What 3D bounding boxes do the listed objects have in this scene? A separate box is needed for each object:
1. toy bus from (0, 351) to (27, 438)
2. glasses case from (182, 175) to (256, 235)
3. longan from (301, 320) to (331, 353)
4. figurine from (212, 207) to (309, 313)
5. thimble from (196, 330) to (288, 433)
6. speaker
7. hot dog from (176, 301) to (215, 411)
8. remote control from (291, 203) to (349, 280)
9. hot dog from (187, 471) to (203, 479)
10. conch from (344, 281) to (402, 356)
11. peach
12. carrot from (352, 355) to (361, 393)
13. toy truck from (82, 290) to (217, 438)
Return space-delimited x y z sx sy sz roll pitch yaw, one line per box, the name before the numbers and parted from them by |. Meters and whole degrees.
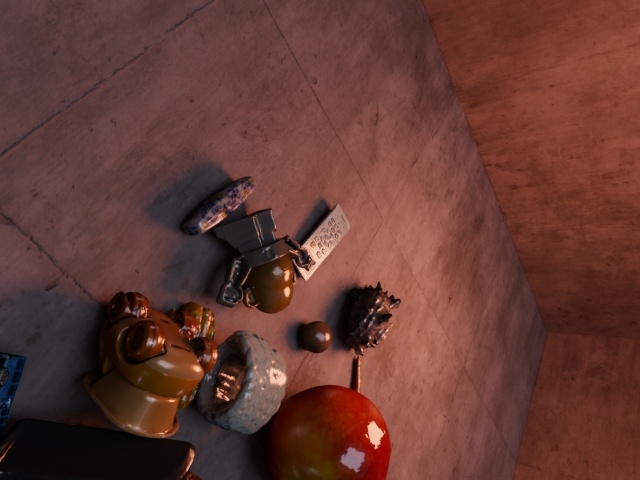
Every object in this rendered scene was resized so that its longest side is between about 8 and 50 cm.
toy bus | -0.608 0.291 0.883 0.089 0.106 0.185 12 75 -5
glasses case | -0.268 -0.096 1.326 0.248 0.086 0.065 -51 119 -41
longan | -0.016 0.313 1.591 0.113 0.092 0.114 -12 108 -42
figurine | -0.161 0.066 1.381 0.342 0.167 0.285 -24 99 -26
thimble | -0.196 0.367 1.289 0.172 0.204 0.250 37 62 -42
speaker | -0.442 0.467 0.904 0.387 0.184 0.180 16 100 -18
hot dog | -0.330 0.291 1.244 0.115 0.072 0.269 31 64 -53
remote control | 0.001 0.000 1.663 0.293 0.051 0.103 -51 124 -34
hot dog | -0.368 0.664 1.136 0.196 0.122 0.272 60 45 -42
conch | 0.189 0.287 1.782 0.313 0.185 0.241 -72 166 -48
peach | 0.031 0.600 1.444 0.388 0.387 0.389 4 85 -49
carrot | 0.130 0.515 1.798 0.037 0.037 0.190 22 68 -47
toy truck | -0.367 0.257 1.065 0.204 0.288 0.212 33 89 -44
